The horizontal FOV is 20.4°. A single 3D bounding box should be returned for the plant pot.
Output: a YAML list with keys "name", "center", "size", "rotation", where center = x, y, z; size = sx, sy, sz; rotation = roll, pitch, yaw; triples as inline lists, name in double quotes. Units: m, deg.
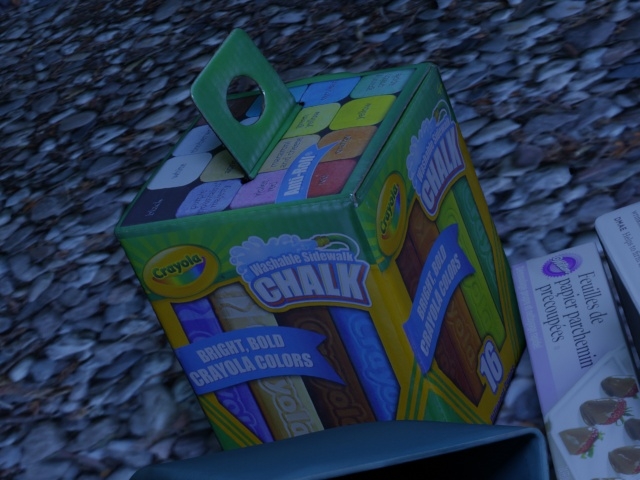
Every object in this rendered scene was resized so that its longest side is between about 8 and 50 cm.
- name: "plant pot"
  center: [-0.006, 0.182, 0.961]
  size: [0.166, 0.165, 0.234]
  rotation: [-8, 5, -28]

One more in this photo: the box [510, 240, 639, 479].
- name: "box"
  center: [0.172, 0.111, 1.098]
  size: [0.063, 0.067, 0.324]
  rotation: [-18, 29, 9]

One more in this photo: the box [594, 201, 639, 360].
- name: "box"
  center: [0.246, 0.079, 0.973]
  size: [0.119, 0.181, 0.182]
  rotation: [-20, 27, 4]

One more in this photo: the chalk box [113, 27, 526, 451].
- name: "chalk box"
  center: [0.000, 0.000, 1.177]
  size: [0.179, 0.289, 0.180]
  rotation: [-7, 32, 28]
